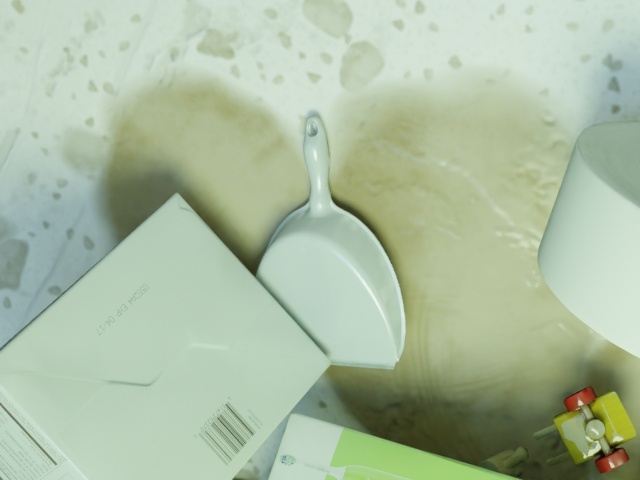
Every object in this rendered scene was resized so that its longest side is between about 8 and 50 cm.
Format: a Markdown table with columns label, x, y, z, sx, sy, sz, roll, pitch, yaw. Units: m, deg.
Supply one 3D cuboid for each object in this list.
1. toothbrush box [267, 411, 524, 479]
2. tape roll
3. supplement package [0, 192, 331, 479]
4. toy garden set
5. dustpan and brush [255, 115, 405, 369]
| label | x | y | z | sx | sy | sz | roll | pitch | yaw |
| --- | --- | --- | --- | --- | --- | --- | --- | --- | --- |
| toothbrush box | 0.080 | 0.281 | 1.350 | 0.283 | 0.122 | 0.206 | 12 | 79 | 35 |
| tape roll | 0.306 | 0.012 | 1.207 | 0.286 | 0.286 | 0.100 | 19 | 113 | 8 |
| supplement package | -0.158 | 0.129 | 1.367 | 0.204 | 0.262 | 0.145 | 48 | 137 | -5 |
| toy garden set | 0.217 | 0.244 | 1.409 | 0.244 | 0.049 | 0.204 | -34 | 81 | 49 |
| dustpan and brush | 0.000 | 0.000 | 1.415 | 0.147 | 0.060 | 0.211 | 3 | 116 | 28 |
